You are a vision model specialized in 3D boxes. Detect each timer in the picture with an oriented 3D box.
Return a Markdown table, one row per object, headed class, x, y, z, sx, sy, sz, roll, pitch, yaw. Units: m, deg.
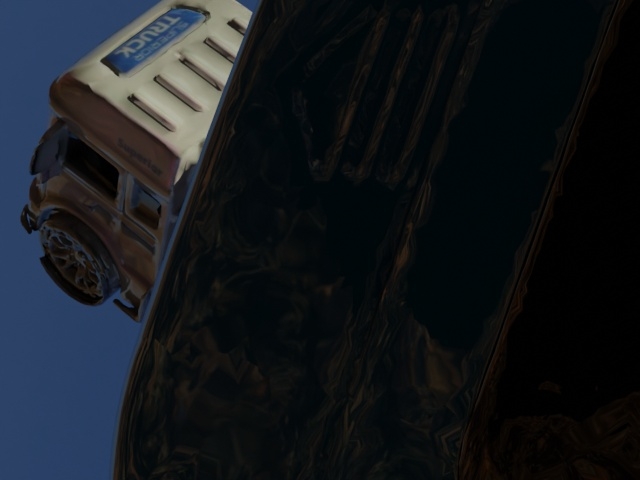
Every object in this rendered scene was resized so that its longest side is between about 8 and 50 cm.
| class | x | y | z | sx | sy | sz | roll | pitch | yaw |
| --- | --- | --- | --- | --- | --- | --- | --- | --- | --- |
| timer | 0.105 | -0.006 | 0.368 | 0.309 | 0.115 | 0.340 | 11 | -104 | 41 |

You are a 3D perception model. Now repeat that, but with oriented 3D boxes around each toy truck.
| class | x | y | z | sx | sy | sz | roll | pitch | yaw |
| --- | --- | --- | --- | --- | --- | --- | --- | --- | --- |
| toy truck | 0.000 | 0.000 | 0.728 | 0.268 | 0.155 | 0.124 | 37 | -124 | 16 |
